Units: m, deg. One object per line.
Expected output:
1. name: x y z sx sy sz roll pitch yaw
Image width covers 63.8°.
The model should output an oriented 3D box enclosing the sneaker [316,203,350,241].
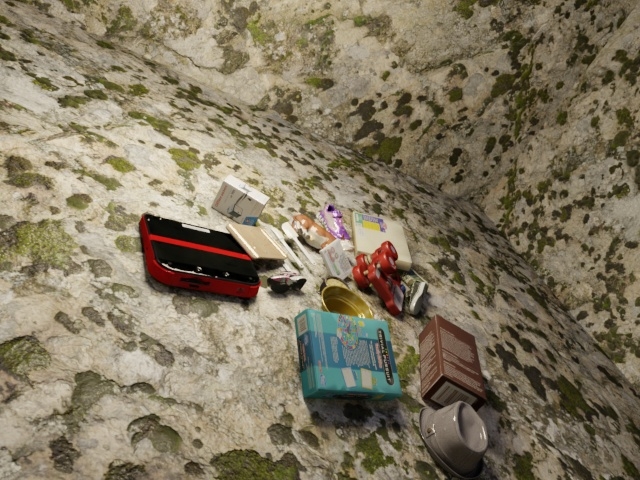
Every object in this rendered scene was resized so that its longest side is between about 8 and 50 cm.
1. sneaker: 0.073 -0.087 2.458 0.095 0.105 0.236 6 37 -45

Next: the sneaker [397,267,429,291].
1. sneaker: 0.428 0.183 2.427 0.192 0.064 0.086 36 23 2

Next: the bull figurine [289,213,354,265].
1. bull figurine: 0.000 0.000 2.225 0.310 0.101 0.188 30 27 -6

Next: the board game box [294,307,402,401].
1. board game box: 0.087 0.365 1.615 0.335 0.079 0.254 15 52 -34

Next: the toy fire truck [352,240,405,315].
1. toy fire truck: 0.281 0.161 2.230 0.254 0.169 0.302 56 22 -11

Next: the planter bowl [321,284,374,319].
1. planter bowl: 0.077 0.269 1.849 0.217 0.090 0.217 26 29 -16

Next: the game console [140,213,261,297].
1. game console: -0.405 0.053 1.745 0.386 0.060 0.342 15 25 -34

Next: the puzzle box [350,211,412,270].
1. puzzle box: 0.293 -0.006 2.550 0.271 0.052 0.409 13 29 -6

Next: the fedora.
1. fedora: 0.440 0.606 1.629 0.243 0.124 0.275 32 26 -3

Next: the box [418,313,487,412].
1. box: 0.480 0.462 1.916 0.191 0.143 0.381 30 27 -4

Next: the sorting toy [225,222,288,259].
1. sorting toy: -0.243 0.010 1.957 0.193 0.038 0.208 46 21 23

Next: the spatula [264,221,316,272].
1. spatula: -0.136 0.033 2.064 0.168 0.019 0.242 -17 59 -37

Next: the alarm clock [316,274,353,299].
1. alarm clock: 0.077 0.206 1.993 0.192 0.064 0.129 21 28 -17

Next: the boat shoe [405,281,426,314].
1. boat shoe: 0.418 0.256 2.292 0.070 0.078 0.219 5 27 23

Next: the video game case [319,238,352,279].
1. video game case: 0.067 0.088 2.125 0.143 0.019 0.157 -34 102 -52

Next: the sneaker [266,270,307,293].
1. sneaker: -0.136 0.145 1.874 0.077 0.072 0.178 36 15 35

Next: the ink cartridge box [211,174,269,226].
1. ink cartridge box: -0.325 -0.155 2.086 0.190 0.140 0.082 30 28 -5
